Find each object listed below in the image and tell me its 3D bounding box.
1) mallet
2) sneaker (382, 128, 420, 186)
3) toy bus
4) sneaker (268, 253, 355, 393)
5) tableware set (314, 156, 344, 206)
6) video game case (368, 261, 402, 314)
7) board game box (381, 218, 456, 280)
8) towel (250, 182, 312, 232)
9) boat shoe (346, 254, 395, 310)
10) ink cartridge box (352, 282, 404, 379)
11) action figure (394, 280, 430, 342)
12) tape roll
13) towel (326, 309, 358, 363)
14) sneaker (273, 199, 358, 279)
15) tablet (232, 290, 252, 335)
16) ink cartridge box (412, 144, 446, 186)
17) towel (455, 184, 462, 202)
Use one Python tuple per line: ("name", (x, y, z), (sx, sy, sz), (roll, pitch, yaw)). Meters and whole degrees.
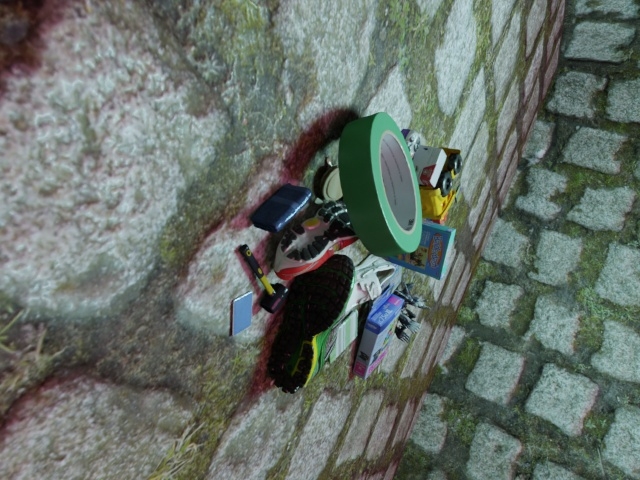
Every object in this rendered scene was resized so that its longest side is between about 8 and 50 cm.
("mallet", (-0.110, 0.068, 0.854), (0.062, 0.039, 0.190), (-49, 141, -33))
("sneaker", (0.213, -0.229, 1.189), (0.068, 0.071, 0.170), (16, 110, -40))
("toy bus", (0.366, -0.159, 1.359), (0.220, 0.149, 0.211), (-53, 133, -31))
("sneaker", (-0.011, 0.186, 1.025), (0.344, 0.134, 0.146), (-65, 159, 11))
("tableware set", (0.055, -0.120, 1.009), (0.128, 0.039, 0.194), (-56, 146, 5))
("video game case", (0.226, 0.128, 1.474), (0.212, 0.023, 0.193), (-42, 141, -39))
("board game box", (0.294, 0.012, 1.323), (0.047, 0.210, 0.160), (-26, 130, -51))
("towel", (-0.071, -0.061, 0.802), (0.119, 0.067, 0.029), (-48, 143, -34))
("boat shoe", (0.131, 0.127, 1.233), (0.277, 0.096, 0.098), (-38, 139, -43))
("ink cartridge box", (0.206, 0.317, 1.491), (0.186, 0.065, 0.311), (-33, 139, -48))
("action figure", (0.342, 0.273, 1.642), (0.164, 0.141, 0.276), (-50, 150, -29))
("tape roll", (0.146, -0.124, 0.976), (0.321, 0.077, 0.321), (28, 57, -54))
("towel", (0.065, 0.291, 1.308), (0.152, 0.023, 0.113), (-34, 133, -44))
("sneaker", (0.000, 0.000, 0.942), (0.279, 0.107, 0.118), (-26, 157, -40))
("tablet", (-0.156, 0.145, 0.850), (0.054, 0.006, 0.083), (-26, 128, -51))
("ink cartridge box", (0.274, -0.219, 1.221), (0.056, 0.135, 0.099), (25, 86, -58))
("towel", (0.634, -0.213, 1.967), (0.060, 0.009, 0.083), (-65, 150, -7))
